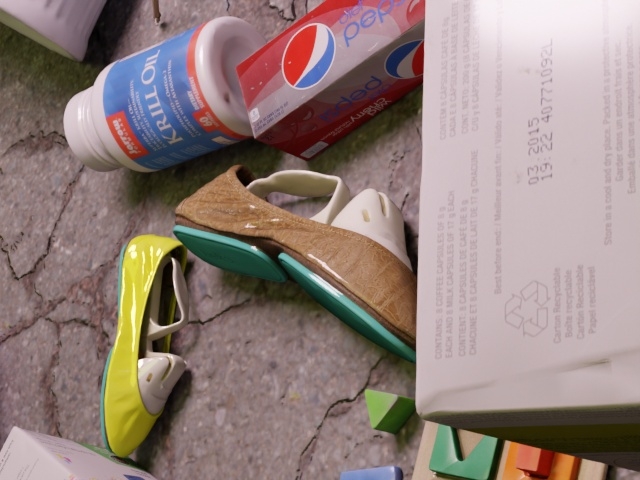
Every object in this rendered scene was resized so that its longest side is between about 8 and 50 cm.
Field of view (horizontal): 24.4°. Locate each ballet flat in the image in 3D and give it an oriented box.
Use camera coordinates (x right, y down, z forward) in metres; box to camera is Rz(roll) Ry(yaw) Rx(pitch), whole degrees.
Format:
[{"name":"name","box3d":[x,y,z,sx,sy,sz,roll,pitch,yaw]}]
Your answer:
[{"name":"ballet flat","box3d":[-0.171,0.102,1.490,0.077,0.077,0.231,-4,70,23]},{"name":"ballet flat","box3d":[0.000,0.000,1.364,0.342,0.116,0.124,23,72,47]}]

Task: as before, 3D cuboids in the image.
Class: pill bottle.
[{"name":"pill bottle","box3d":[-0.157,-0.140,1.521,0.221,0.124,0.124,-18,64,37]}]

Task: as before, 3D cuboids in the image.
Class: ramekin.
[{"name":"ramekin","box3d":[-0.358,-0.328,1.668,0.277,0.277,0.135,29,89,43]}]

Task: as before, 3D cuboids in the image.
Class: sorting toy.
[{"name":"sorting toy","box3d":[0.141,0.201,1.195,0.348,0.047,0.196,4,78,42]}]

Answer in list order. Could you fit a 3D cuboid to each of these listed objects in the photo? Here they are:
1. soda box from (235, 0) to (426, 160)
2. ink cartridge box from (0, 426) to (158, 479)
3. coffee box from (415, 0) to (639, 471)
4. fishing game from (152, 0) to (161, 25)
[{"name":"soda box","box3d":[0.047,-0.184,1.385,0.263,0.083,0.092,-32,57,29]},{"name":"ink cartridge box","box3d":[-0.199,0.271,1.394,0.212,0.154,0.093,31,95,44]},{"name":"coffee box","box3d":[0.295,-0.033,0.943,0.338,0.334,0.337,-10,70,41]},{"name":"fishing game","box3d":[-0.177,-0.389,1.625,0.041,0.189,0.264,-2,66,-5]}]
